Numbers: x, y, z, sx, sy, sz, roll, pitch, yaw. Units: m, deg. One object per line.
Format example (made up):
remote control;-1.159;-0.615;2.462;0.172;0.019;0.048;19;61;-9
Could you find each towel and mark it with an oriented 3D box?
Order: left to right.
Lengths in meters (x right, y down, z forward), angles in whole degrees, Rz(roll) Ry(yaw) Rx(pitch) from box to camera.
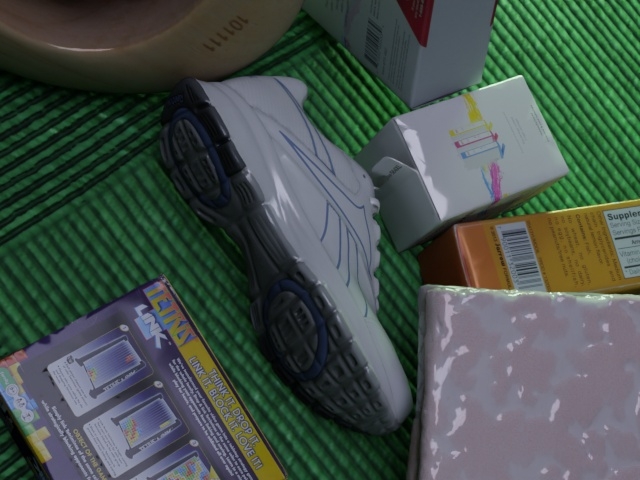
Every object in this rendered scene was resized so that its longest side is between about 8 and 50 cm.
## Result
towel;0.212;0.194;0.813;0.332;0.053;0.317;4;85;-19

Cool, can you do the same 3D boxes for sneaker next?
sneaker;0.000;0.000;0.818;0.129;0.111;0.297;-24;86;-37

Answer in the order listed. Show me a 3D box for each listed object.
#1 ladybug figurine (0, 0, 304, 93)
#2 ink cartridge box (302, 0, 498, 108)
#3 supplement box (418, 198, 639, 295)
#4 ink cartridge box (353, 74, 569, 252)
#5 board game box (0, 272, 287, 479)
ladybug figurine;-0.196;-0.272;0.731;0.449;0.305;0.162;34;32;-41
ink cartridge box;0.054;-0.208;0.861;0.072;0.127;0.175;-23;52;-25
supplement box;0.203;0.019;0.898;0.233;0.078;0.080;-6;72;-21
ink cartridge box;0.102;-0.057;0.881;0.143;0.092;0.090;-21;80;-23
board game box;-0.127;0.129;0.760;0.141;0.048;0.170;-28;82;-27
